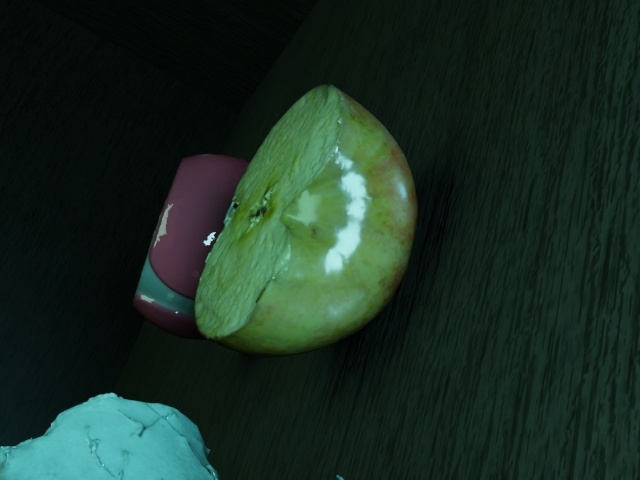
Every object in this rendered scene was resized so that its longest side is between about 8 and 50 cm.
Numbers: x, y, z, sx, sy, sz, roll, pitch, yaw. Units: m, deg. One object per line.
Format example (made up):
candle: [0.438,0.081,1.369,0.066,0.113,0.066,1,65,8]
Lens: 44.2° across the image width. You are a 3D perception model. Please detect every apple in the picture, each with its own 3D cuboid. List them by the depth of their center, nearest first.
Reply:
apple: [0.000,0.000,0.848,0.292,0.163,0.251,-65,21,-10]

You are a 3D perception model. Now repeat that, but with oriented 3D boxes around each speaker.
speaker: [-0.176,0.016,1.234,0.294,0.294,0.294,-55,16,25]

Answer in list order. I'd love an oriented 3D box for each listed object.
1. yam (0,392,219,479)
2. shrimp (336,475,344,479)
yam: [-0.106,0.280,0.441,0.241,0.241,0.348,-59,42,13]
shrimp: [0.018,0.250,0.526,0.076,0.082,0.174,-40,33,46]
